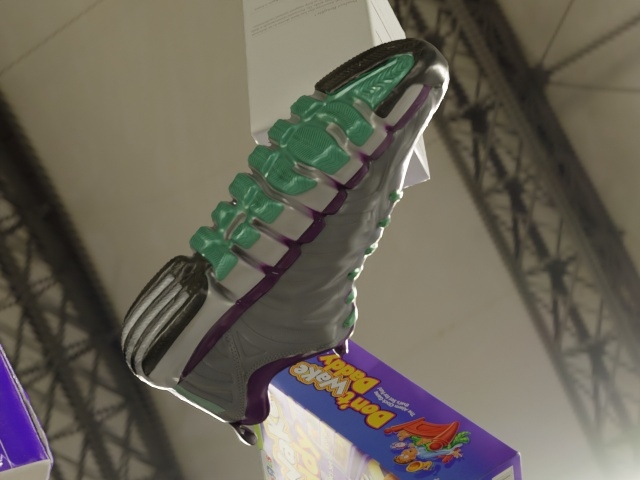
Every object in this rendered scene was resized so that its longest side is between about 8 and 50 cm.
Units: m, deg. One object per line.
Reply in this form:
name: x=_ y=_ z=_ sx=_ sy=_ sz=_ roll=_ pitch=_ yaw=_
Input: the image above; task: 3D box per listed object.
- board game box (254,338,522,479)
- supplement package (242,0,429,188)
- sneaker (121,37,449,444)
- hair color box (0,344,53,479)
board game box: x=0.060 y=0.260 z=1.255 sx=0.233 sy=0.078 sz=0.347 roll=32 pitch=-40 yaw=46
supplement package: x=0.010 y=-0.123 z=1.247 sx=0.105 sy=0.179 sz=0.105 roll=-19 pitch=-46 yaw=13
sneaker: x=0.000 y=0.000 z=0.839 sx=0.223 sy=0.083 sz=0.098 roll=-47 pitch=-61 yaw=4
hair color box: x=-0.336 y=0.178 z=0.912 sx=0.339 sy=0.110 sz=0.185 roll=-14 pitch=-35 yaw=-30
